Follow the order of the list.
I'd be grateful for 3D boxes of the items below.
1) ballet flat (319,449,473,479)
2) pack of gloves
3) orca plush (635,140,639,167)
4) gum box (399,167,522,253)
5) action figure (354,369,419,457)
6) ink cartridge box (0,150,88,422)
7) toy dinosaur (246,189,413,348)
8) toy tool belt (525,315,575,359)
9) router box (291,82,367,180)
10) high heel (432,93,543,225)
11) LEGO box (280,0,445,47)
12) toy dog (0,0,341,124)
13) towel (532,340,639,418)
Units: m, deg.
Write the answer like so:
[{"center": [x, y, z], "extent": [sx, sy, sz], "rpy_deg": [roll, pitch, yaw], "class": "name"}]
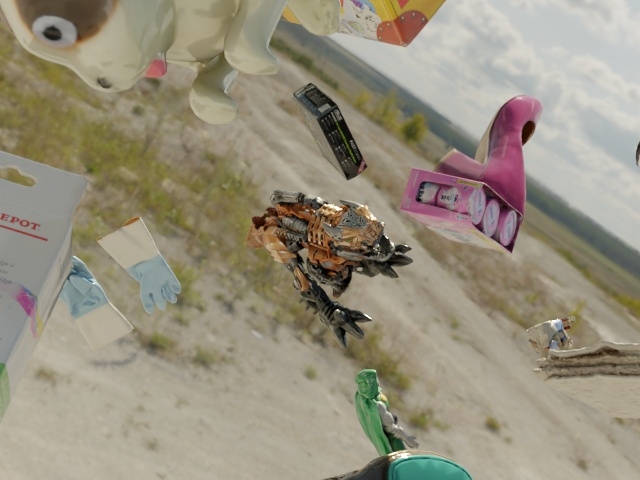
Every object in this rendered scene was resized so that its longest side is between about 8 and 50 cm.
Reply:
[{"center": [0.052, 0.334, 1.152], "extent": [0.342, 0.124, 0.116], "rpy_deg": [-2, 80, -47], "class": "ballet flat"}, {"center": [-0.361, 0.069, 1.597], "extent": [0.046, 0.195, 0.232], "rpy_deg": [58, -7, 43], "class": "pack of gloves"}, {"center": [0.591, -0.208, 1.361], "extent": [0.151, 0.287, 0.102], "rpy_deg": [18, 53, -17], "class": "orca plush"}, {"center": [0.197, -0.040, 1.278], "extent": [0.107, 0.062, 0.188], "rpy_deg": [14, -6, 31], "class": "gum box"}, {"center": [0.099, 0.286, 1.341], "extent": [0.232, 0.063, 0.137], "rpy_deg": [69, -11, -23], "class": "action figure"}, {"center": [-0.435, 0.057, 1.122], "extent": [0.207, 0.119, 0.354], "rpy_deg": [17, 53, -3], "class": "ink cartridge box"}, {"center": [0.000, 0.000, 1.228], "extent": [0.218, 0.164, 0.322], "rpy_deg": [45, -1, -27], "class": "toy dinosaur"}, {"center": [0.334, 0.141, 1.309], "extent": [0.083, 0.052, 0.051], "rpy_deg": [-8, 74, -36], "class": "toy tool belt"}, {"center": [0.013, -0.156, 1.322], "extent": [0.092, 0.038, 0.122], "rpy_deg": [49, -10, 51], "class": "router box"}, {"center": [0.364, -0.143, 1.697], "extent": [0.181, 0.127, 0.377], "rpy_deg": [35, 50, 18], "class": "high heel"}, {"center": [-0.034, -0.573, 1.424], "extent": [0.372, 0.193, 0.500], "rpy_deg": [23, -22, 41], "class": "LEGO box"}, {"center": [-0.158, -0.325, 1.017], "extent": [0.395, 0.408, 0.284], "rpy_deg": [59, -28, -12], "class": "toy dog"}, {"center": [0.396, 0.158, 1.014], "extent": [0.187, 0.049, 0.282], "rpy_deg": [27, -23, -37], "class": "towel"}]
